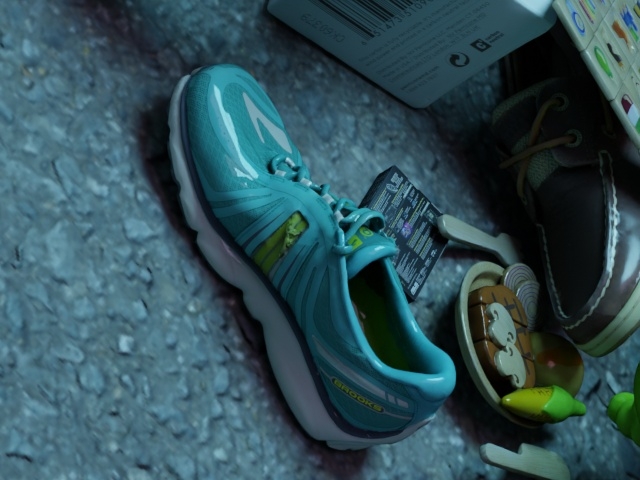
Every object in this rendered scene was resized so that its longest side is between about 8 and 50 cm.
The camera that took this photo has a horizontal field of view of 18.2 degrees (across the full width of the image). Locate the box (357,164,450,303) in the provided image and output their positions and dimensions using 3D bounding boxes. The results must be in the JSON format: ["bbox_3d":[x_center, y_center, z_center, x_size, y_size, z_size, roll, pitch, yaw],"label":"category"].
[{"bbox_3d":[0.054,-0.003,1.402,0.067,0.018,0.083,44,46,-14],"label":"box"}]

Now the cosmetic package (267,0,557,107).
[{"bbox_3d":[0.076,-0.228,1.446,0.151,0.151,0.183,31,51,-27],"label":"cosmetic package"}]

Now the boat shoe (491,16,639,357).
[{"bbox_3d":[0.177,-0.067,1.477,0.123,0.123,0.342,22,48,-21],"label":"boat shoe"}]

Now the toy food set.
[{"bbox_3d":[0.142,0.071,1.407,0.132,0.039,0.192,19,55,-51],"label":"toy food set"}]

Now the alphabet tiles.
[{"bbox_3d":[0.242,-0.122,1.472,0.198,0.009,0.237,57,25,-10],"label":"alphabet tiles"}]

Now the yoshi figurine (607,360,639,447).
[{"bbox_3d":[0.293,0.061,1.387,0.362,0.203,0.203,-85,163,-63],"label":"yoshi figurine"}]

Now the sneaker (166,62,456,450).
[{"bbox_3d":[0.000,0.000,1.289,0.107,0.110,0.275,-29,88,-46],"label":"sneaker"}]
